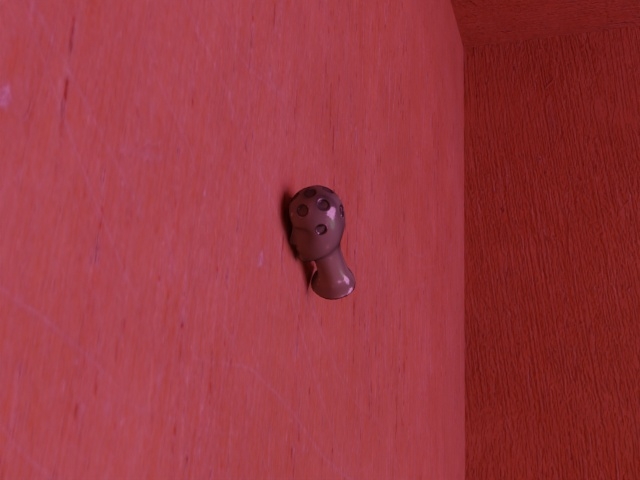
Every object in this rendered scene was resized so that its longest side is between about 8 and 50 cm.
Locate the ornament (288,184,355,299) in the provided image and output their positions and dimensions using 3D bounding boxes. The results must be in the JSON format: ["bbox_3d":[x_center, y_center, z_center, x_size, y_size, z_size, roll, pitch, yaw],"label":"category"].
[{"bbox_3d":[0.000,0.000,1.082,0.075,0.081,0.156,-124,-165,-48],"label":"ornament"}]
